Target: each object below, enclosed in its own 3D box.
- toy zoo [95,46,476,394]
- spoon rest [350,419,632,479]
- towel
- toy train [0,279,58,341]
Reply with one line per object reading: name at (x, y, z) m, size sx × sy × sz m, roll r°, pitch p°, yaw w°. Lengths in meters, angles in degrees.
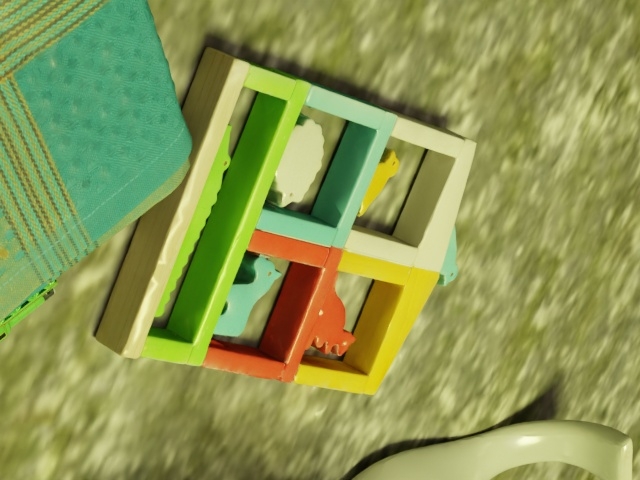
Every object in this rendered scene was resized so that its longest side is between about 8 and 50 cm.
toy zoo at (0.000, 0.000, 1.171) m, size 0.293 × 0.030 × 0.192 m, roll 15°, pitch 99°, yaw -49°
spoon rest at (0.106, 0.202, 1.374) m, size 0.276 × 0.084 × 0.137 m, roll -18°, pitch 122°, yaw -25°
towel at (-0.210, -0.110, 0.885) m, size 0.271 × 0.040 × 0.370 m, roll -41°, pitch 133°, yaw -26°
toy train at (-0.181, 0.044, 1.013) m, size 0.083 × 0.017 × 0.024 m, roll -39°, pitch 144°, yaw -26°
